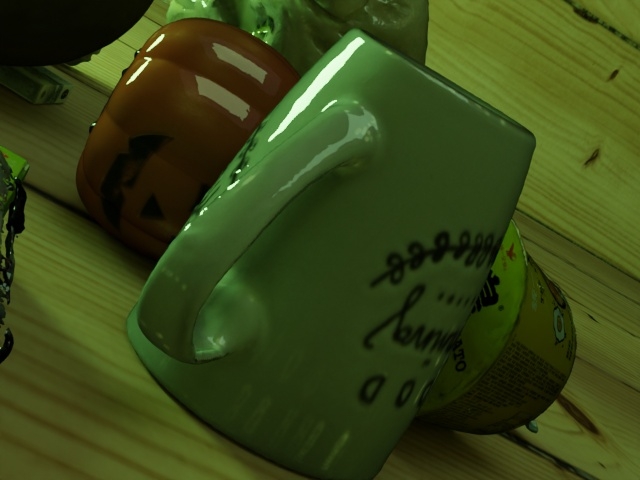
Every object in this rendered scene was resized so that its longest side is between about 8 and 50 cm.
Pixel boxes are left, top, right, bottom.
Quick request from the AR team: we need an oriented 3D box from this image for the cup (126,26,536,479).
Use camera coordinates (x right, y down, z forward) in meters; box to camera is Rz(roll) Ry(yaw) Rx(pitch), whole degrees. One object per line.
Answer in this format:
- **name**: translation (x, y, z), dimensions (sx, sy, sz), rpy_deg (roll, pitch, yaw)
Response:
- **cup**: translation (0.000, 0.000, 0.692), dimensions (0.186, 0.234, 0.258), rpy_deg (36, 14, 22)

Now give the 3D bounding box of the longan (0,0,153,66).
- **longan**: translation (-0.306, -0.302, 1.060), dimensions (0.350, 0.288, 0.288), rpy_deg (27, 10, 4)

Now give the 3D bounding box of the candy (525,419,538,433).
- **candy**: translation (0.122, 0.106, 1.044), dimensions (0.182, 0.046, 0.053), rpy_deg (35, 9, 26)

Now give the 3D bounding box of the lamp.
- **lamp**: translation (-0.085, -0.068, 0.881), dimensions (0.164, 0.187, 0.187), rpy_deg (33, 11, -7)

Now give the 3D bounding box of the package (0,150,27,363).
- **package**: translation (-0.163, -0.014, 0.439), dimensions (0.269, 0.071, 0.194), rpy_deg (-96, 163, -53)

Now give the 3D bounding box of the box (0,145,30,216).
- **box**: translation (-0.288, -0.060, 0.599), dimensions (0.261, 0.062, 0.175), rpy_deg (29, 12, -13)

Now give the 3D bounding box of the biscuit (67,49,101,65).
- **biscuit**: translation (-0.370, -0.372, 1.274), dimensions (0.079, 0.144, 0.426), rpy_deg (-9, -38, 34)

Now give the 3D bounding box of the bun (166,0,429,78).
- **bun**: translation (-0.041, -0.243, 1.412), dimensions (0.360, 0.359, 0.211), rpy_deg (38, 24, 30)

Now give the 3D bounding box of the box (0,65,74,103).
- **box**: translation (-0.281, -0.156, 1.150), dimensions (0.054, 0.024, 0.083), rpy_deg (34, 11, 3)

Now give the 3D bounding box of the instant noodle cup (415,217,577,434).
- **instant noodle cup**: translation (0.101, 0.062, 0.882), dimensions (0.182, 0.182, 0.144), rpy_deg (41, 5, 41)
